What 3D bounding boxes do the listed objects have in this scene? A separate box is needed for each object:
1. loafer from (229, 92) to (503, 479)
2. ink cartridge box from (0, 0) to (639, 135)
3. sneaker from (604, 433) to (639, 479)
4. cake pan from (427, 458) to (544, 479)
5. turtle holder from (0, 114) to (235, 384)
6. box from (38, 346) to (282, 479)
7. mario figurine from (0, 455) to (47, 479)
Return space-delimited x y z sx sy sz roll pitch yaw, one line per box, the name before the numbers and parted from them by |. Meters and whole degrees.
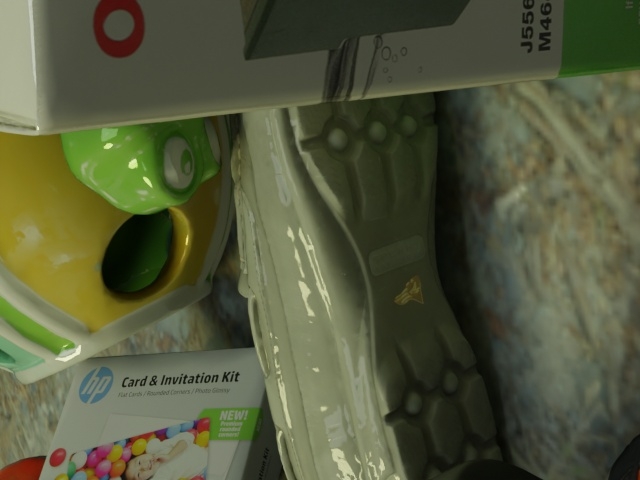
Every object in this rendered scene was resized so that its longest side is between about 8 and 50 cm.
loafer | 0.000 0.000 0.636 0.111 0.112 0.319 -8 93 46
ink cartridge box | -0.006 -0.150 0.463 0.115 0.273 0.198 17 113 51
sneaker | 0.233 0.137 0.362 0.321 0.124 0.180 47 131 22
cake pan | 0.109 0.186 0.424 0.054 0.293 0.293 -43 59 14
turtle holder | -0.141 -0.055 0.735 0.320 0.243 0.227 -25 92 35
box | -0.097 0.151 0.738 0.145 0.038 0.186 -6 52 30
mario figurine | -0.123 0.202 0.800 0.320 0.198 0.170 11 121 48
